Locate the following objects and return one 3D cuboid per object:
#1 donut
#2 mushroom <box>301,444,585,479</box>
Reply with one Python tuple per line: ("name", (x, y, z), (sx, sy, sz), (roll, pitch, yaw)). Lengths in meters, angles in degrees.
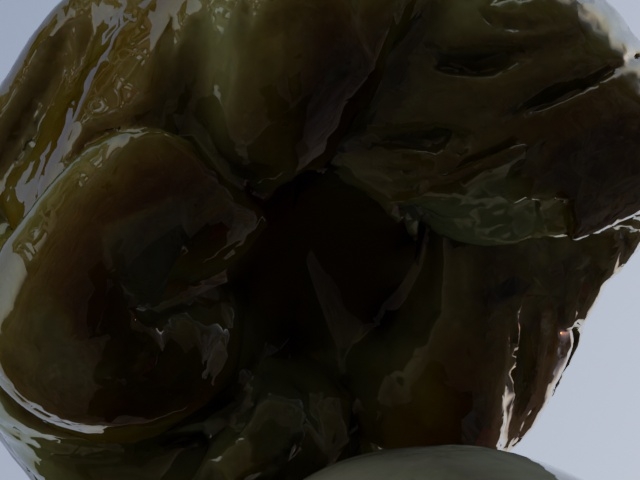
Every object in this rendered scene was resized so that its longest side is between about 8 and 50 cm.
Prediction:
("donut", (0.000, 0.000, 0.820), (0.360, 0.170, 0.360), (-17, -52, -23))
("mushroom", (0.092, 0.249, 0.721), (0.315, 0.315, 0.356), (-10, -64, -24))
